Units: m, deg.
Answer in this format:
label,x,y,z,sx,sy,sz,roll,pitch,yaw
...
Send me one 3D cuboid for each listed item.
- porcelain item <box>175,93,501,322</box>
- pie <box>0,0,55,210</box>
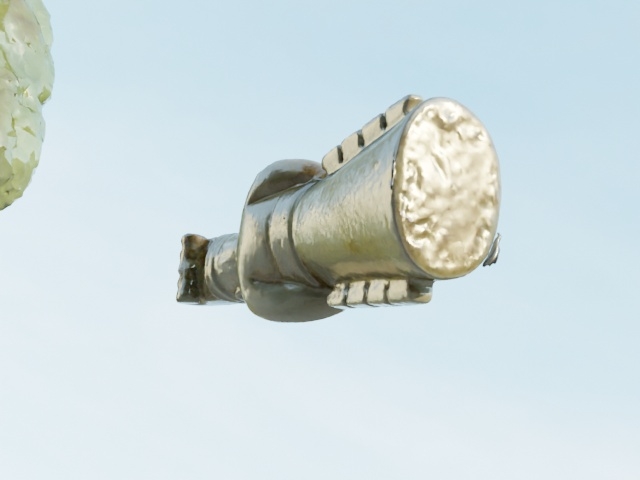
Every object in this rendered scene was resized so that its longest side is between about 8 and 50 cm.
label,x,y,z,sx,sy,sz,roll,pitch,yaw
porcelain item,0.000,0.000,0.808,0.054,0.084,0.213,13,-17,-26
pie,-0.248,-0.086,0.753,0.274,0.257,0.105,-19,-39,-32
